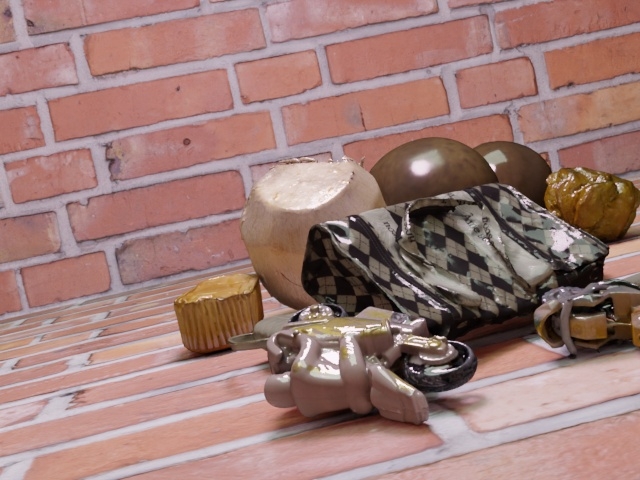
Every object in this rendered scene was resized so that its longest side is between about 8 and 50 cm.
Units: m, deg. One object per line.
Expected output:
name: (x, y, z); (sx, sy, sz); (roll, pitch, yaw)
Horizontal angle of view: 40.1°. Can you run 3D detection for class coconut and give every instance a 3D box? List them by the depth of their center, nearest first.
coconut: (0.000, 0.000, 1.999); (0.346, 0.360, 0.346); (-11, 37, 8)

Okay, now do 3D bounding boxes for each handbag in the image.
handbag: (0.222, 0.057, 1.427); (0.416, 0.180, 0.316); (-13, 34, -28)
handbag: (-0.052, 0.167, 1.515); (0.219, 0.079, 0.256); (-9, -2, -17)

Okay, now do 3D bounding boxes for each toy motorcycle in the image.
toy motorcycle: (0.035, 0.164, 1.175); (0.222, 0.108, 0.340); (-29, 26, -36)
toy motorcycle: (0.384, 0.112, 1.179); (0.129, 0.094, 0.229); (-21, 22, -37)

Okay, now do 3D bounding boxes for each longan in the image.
longan: (0.272, -0.090, 2.175); (0.360, 0.361, 0.361); (-12, 4, 1)
longan: (0.489, -0.116, 2.397); (0.318, 0.319, 0.319); (-12, 4, 1)

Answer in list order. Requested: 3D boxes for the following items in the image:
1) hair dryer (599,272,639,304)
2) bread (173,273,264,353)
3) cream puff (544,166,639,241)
hair dryer: (0.632, 0.042, 1.415); (0.295, 0.119, 0.298); (-7, -11, -25)
bread: (-0.212, 0.158, 1.885); (0.178, 0.133, 0.250); (-12, 9, 5)
cream puff: (0.675, -0.092, 2.187); (0.244, 0.196, 0.244); (4, 23, -2)
